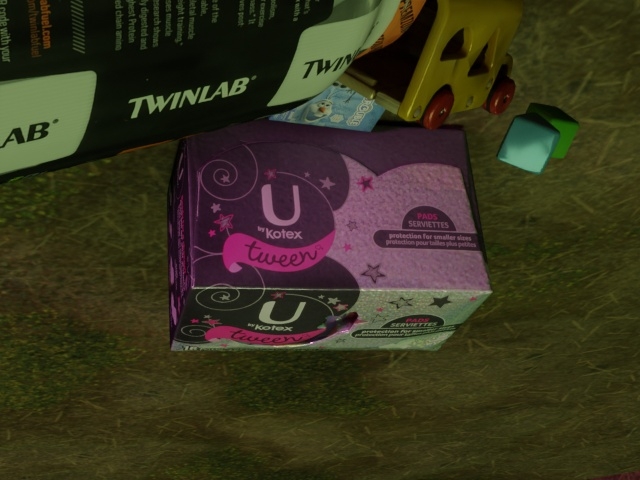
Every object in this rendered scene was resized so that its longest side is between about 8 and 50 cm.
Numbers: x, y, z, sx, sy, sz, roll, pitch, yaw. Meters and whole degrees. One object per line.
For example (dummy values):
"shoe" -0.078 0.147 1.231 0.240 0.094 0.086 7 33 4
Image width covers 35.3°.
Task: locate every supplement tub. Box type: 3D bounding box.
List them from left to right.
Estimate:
"supplement tub" -0.104 -0.136 0.464 0.316 0.194 0.193 -19 163 -36

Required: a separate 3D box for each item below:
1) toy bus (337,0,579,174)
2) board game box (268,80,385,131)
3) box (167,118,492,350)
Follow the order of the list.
"toy bus" 0.079 -0.144 0.658 0.190 0.202 0.104 13 117 -19
"board game box" 0.014 -0.121 0.785 0.090 0.020 0.090 4 150 -20
"box" 0.000 0.000 0.855 0.247 0.163 0.142 1 153 -14
